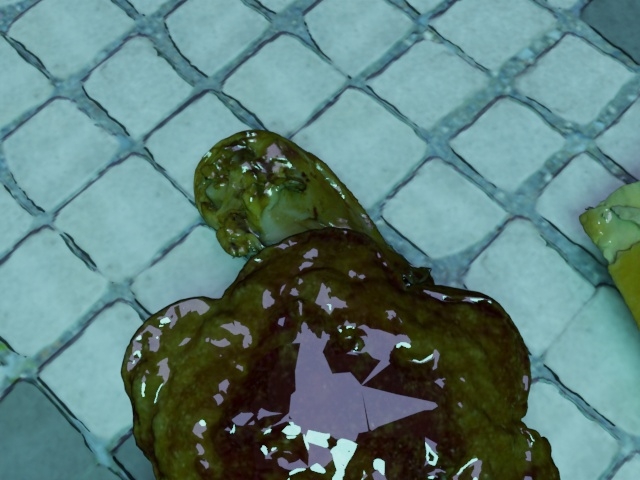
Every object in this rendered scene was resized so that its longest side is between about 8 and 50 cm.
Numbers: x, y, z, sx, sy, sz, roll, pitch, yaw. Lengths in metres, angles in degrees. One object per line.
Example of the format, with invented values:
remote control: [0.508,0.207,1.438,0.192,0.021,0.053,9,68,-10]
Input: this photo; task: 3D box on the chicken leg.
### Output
chicken leg: [0.001,-0.001,0.621,0.207,0.101,0.085,36,100,6]

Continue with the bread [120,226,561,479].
bread: [0.013,0.110,0.521,0.246,0.135,0.232,0,83,0]

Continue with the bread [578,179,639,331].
bread: [0.313,0.024,0.541,0.239,0.111,0.246,-32,64,28]
